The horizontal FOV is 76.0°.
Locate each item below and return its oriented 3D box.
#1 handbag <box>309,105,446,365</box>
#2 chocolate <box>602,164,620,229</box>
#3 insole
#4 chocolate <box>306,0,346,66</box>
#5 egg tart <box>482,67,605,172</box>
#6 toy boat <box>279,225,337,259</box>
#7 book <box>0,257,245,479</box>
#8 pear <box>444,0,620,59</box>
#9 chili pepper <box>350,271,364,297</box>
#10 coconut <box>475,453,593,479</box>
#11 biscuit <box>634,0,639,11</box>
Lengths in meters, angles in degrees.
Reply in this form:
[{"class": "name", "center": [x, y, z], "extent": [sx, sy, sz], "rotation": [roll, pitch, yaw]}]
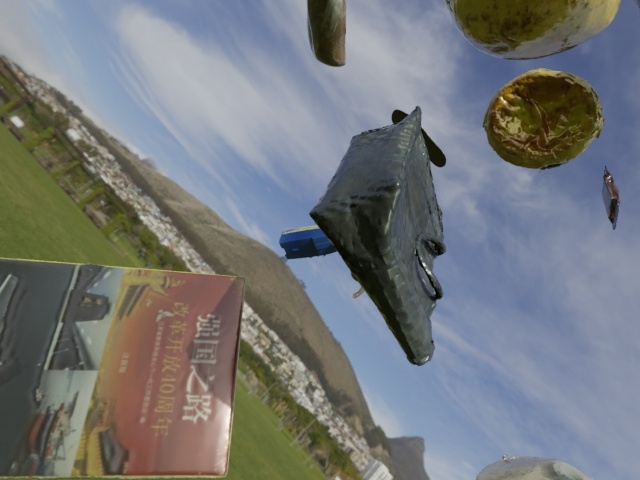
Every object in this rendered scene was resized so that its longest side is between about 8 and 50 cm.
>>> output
[{"class": "handbag", "center": [0.086, -0.022, 0.432], "extent": [0.088, 0.270, 0.175], "rotation": [-17, -62, 29]}, {"class": "chocolate", "center": [0.730, -0.111, 1.028], "extent": [0.028, 0.183, 0.086], "rotation": [-3, -52, 23]}, {"class": "insole", "center": [0.405, -0.427, 1.697], "extent": [0.328, 0.007, 0.111], "rotation": [51, -26, 18]}, {"class": "chocolate", "center": [0.004, -0.678, 1.285], "extent": [0.157, 0.080, 0.254], "rotation": [47, -26, 35]}, {"class": "egg tart", "center": [0.692, -0.373, 1.294], "extent": [0.341, 0.342, 0.132], "rotation": [36, 10, 33]}, {"class": "toy boat", "center": [0.000, 0.000, 1.554], "extent": [0.294, 0.088, 0.129], "rotation": [-8, -54, 20]}, {"class": "book", "center": [-0.293, 0.152, 0.519], "extent": [0.028, 0.373, 0.263], "rotation": [111, -18, -56]}, {"class": "pear", "center": [0.324, -0.405, 0.610], "extent": [0.271, 0.271, 0.271], "rotation": [42, -20, 19]}, {"class": "chili pepper", "center": [0.163, 0.083, 1.352], "extent": [0.131, 0.134, 0.339], "rotation": [57, 15, -35]}, {"class": "coconut", "center": [0.346, 0.453, 0.617], "extent": [0.239, 0.238, 0.245], "rotation": [19, -77, 55]}, {"class": "biscuit", "center": [0.888, -0.558, 0.990], "extent": [0.289, 0.334, 0.081], "rotation": [37, -56, 9]}]
